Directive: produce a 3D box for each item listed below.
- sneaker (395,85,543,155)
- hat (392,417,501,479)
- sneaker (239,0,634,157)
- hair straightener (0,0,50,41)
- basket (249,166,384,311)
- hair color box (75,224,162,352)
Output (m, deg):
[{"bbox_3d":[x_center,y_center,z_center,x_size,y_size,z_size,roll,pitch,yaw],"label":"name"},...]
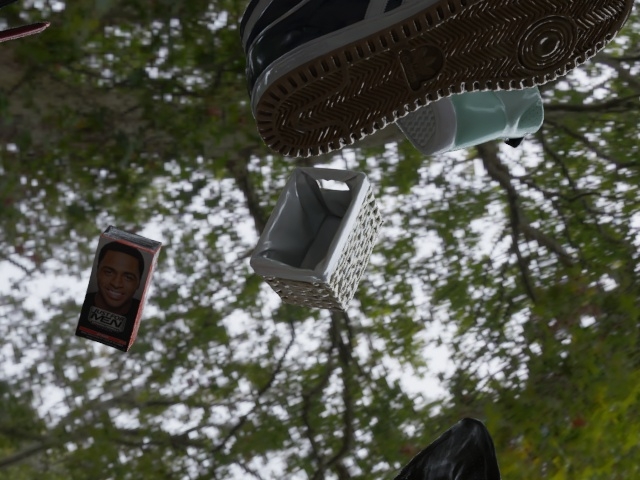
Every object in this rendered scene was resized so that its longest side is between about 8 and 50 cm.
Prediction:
[{"bbox_3d":[0.130,-0.177,1.121,0.256,0.151,0.094,-119,-149,-43],"label":"sneaker"},{"bbox_3d":[0.110,0.325,0.936,0.134,0.331,0.331,27,-63,-11],"label":"hat"},{"bbox_3d":[0.072,-0.168,0.781,0.153,0.282,0.099,-112,-178,-49],"label":"sneaker"},{"bbox_3d":[-0.427,-0.250,1.197,0.047,0.230,0.089,-138,-148,-72],"label":"hair straightener"},{"bbox_3d":[0.000,0.000,1.396,0.113,0.103,0.167,8,-123,29],"label":"basket"},{"bbox_3d":[-0.249,0.060,1.317,0.072,0.043,0.141,18,-69,0],"label":"hair color box"}]
